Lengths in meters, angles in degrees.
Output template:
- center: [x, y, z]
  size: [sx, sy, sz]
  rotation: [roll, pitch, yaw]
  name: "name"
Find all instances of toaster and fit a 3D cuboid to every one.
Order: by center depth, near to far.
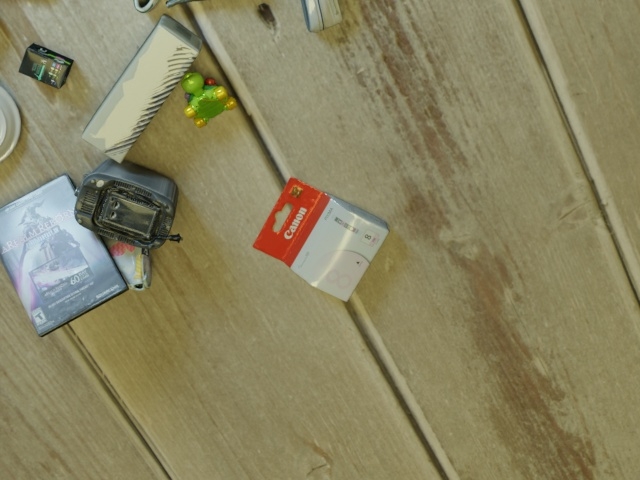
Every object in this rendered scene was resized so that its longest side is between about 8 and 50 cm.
- center: [-0.372, -0.075, 1.894]
  size: [0.226, 0.146, 0.129]
  rotation: [19, 112, -10]
  name: "toaster"

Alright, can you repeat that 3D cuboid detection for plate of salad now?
- center: [-0.688, -0.228, 1.847]
  size: [0.199, 0.048, 0.200]
  rotation: [-10, 118, -20]
  name: "plate of salad"

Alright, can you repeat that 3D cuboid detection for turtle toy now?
- center: [-0.226, -0.281, 1.841]
  size: [0.095, 0.130, 0.066]
  rotation: [-29, 67, 7]
  name: "turtle toy"

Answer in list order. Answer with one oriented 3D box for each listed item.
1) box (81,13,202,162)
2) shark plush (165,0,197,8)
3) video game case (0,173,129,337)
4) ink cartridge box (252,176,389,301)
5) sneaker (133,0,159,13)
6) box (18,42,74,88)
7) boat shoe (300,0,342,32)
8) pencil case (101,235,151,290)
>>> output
- center: [-0.342, -0.292, 1.823]
  size: [0.094, 0.113, 0.275]
  rotation: [34, 109, -17]
  name: "box"
- center: [-0.214, -0.476, 1.771]
  size: [0.161, 0.067, 0.073]
  rotation: [-7, 114, 0]
  name: "shark plush"
- center: [-0.532, 0.027, 1.895]
  size: [0.196, 0.026, 0.274]
  rotation: [-29, 80, -7]
  name: "video game case"
- center: [0.000, 0.000, 1.996]
  size: [0.232, 0.066, 0.189]
  rotation: [24, 110, -17]
  name: "ink cartridge box"
- center: [-0.305, -0.494, 1.755]
  size: [0.057, 0.075, 0.161]
  rotation: [22, 111, -12]
  name: "sneaker"
- center: [-0.526, -0.335, 1.820]
  size: [0.083, 0.062, 0.052]
  rotation: [22, 109, -12]
  name: "box"
- center: [-0.009, -0.505, 1.772]
  size: [0.075, 0.083, 0.226]
  rotation: [-17, 125, -8]
  name: "boat shoe"
- center: [-0.483, 0.054, 1.959]
  size: [0.273, 0.124, 0.113]
  rotation: [-2, 153, 0]
  name: "pencil case"
